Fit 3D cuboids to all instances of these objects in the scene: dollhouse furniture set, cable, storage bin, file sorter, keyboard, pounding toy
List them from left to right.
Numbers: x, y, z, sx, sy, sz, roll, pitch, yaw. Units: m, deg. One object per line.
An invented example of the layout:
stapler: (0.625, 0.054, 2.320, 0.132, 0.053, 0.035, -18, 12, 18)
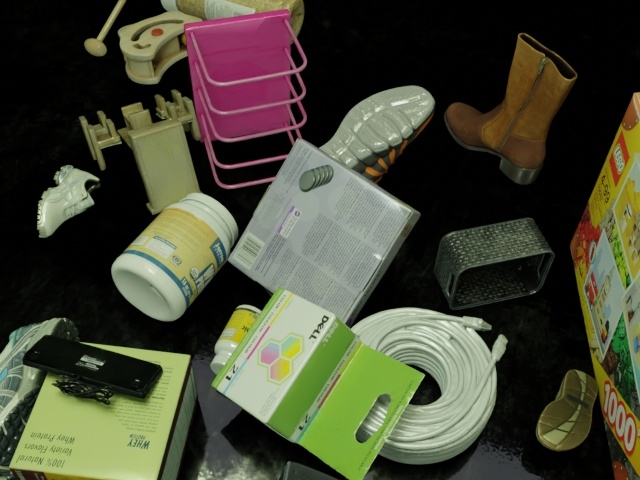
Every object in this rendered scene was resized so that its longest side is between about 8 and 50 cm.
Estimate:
keyboard: (-0.328, 0.191, 1.023, 0.192, 0.038, 0.100, 13, 26, 11)
pounding toy: (-0.397, -0.473, 1.686, 0.269, 0.155, 0.154, -28, 51, -24)
dollhouse furniture set: (-0.343, -0.180, 1.478, 0.212, 0.161, 0.242, -21, 31, -19)
file sorter: (-0.137, -0.266, 1.429, 0.202, 0.291, 0.182, -12, 53, -12)
cable: (0.146, 0.221, 1.145, 0.257, 0.089, 0.257, 16, 51, 13)
storage bin: (0.302, 0.041, 1.280, 0.180, 0.122, 0.084, -10, 51, -10)

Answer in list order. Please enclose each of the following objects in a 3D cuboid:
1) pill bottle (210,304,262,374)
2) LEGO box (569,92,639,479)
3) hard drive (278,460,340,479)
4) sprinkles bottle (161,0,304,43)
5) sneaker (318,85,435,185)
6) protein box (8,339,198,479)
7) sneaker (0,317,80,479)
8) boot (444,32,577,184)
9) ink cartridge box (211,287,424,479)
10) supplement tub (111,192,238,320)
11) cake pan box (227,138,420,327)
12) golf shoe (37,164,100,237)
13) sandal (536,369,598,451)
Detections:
pill bottle: (-0.135, 0.169, 1.197, 0.065, 0.065, 0.116, 17, 52, 13)
LEGO box: (0.550, 0.085, 1.085, 0.193, 0.373, 0.500, 4, 49, 2)
hard drive: (0.045, 0.379, 0.831, 0.254, 0.054, 0.172, 32, 37, -17)
sprinkles bottle: (-0.221, -0.590, 1.817, 0.355, 0.121, 0.121, 20, 51, 15)
sneaker: (0.094, -0.147, 1.382, 0.321, 0.180, 0.125, -37, 54, 5)
protein box: (-0.300, 0.275, 1.054, 0.199, 0.136, 0.201, 6, 49, 3)
sneaker: (-0.471, 0.249, 1.114, 0.122, 0.110, 0.283, -5, 44, 18)
boot: (0.365, -0.284, 1.458, 0.096, 0.281, 0.264, -22, 53, -20)
ink cartridge box: (-0.006, 0.203, 1.061, 0.255, 0.097, 0.189, 21, 71, 43)
supplement tub: (-0.248, 0.025, 1.265, 0.144, 0.144, 0.200, 23, 53, 18)
cake pan box: (0.000, 0.000, 1.243, 0.245, 0.070, 0.267, 33, 98, 22)
golf shoe: (-0.485, -0.074, 1.401, 0.085, 0.069, 0.176, 12, 51, 1)
sandal: (0.386, 0.271, 1.138, 0.072, 0.049, 0.180, 31, 40, 16)
